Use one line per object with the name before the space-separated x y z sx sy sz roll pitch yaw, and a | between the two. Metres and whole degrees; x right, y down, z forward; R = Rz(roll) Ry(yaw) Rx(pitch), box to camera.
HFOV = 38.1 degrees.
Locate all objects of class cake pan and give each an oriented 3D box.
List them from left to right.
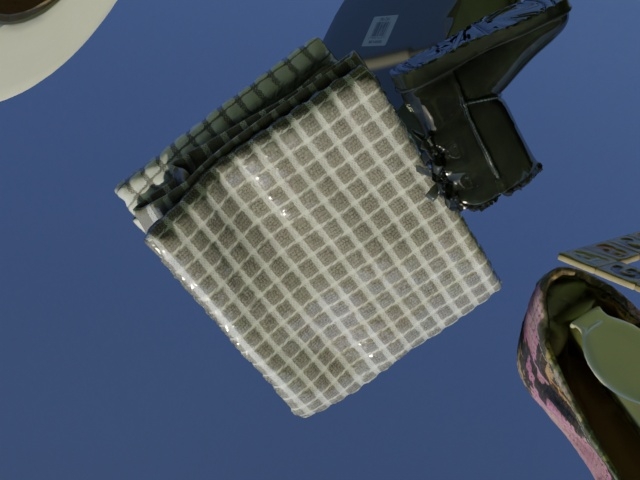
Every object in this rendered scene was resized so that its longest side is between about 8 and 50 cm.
cake pan | 0.079 -0.195 0.938 0.054 0.293 0.293 25 -120 -28

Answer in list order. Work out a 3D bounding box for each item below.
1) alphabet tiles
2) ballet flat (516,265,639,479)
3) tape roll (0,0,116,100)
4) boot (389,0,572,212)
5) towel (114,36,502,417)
alphabet tiles | 0.367 0.028 0.852 0.237 0.009 0.198 -12 -153 -41
ballet flat | 0.153 0.095 0.381 0.076 0.079 0.221 -34 -127 -2
tape roll | -0.221 -0.223 0.535 0.169 0.246 0.246 33 -116 7
boot | 0.107 -0.079 0.555 0.121 0.045 0.099 -28 -69 -1
towel | 0.000 0.000 0.800 0.235 0.284 0.121 -35 -148 5
